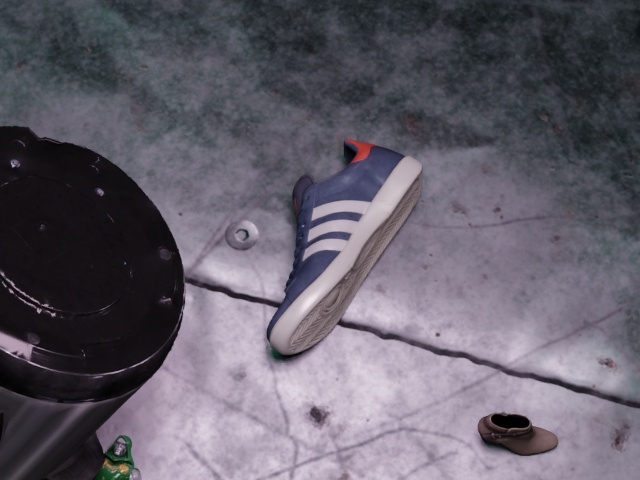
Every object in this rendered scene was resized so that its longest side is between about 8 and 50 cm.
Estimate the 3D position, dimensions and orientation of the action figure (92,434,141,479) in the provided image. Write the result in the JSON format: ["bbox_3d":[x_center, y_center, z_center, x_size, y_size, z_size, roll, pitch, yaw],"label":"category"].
[{"bbox_3d":[-0.287,0.356,1.653,0.137,0.063,0.232,14,62,5],"label":"action figure"}]

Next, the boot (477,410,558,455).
[{"bbox_3d":[0.266,0.254,1.726,0.118,0.087,0.042,2,65,-4],"label":"boot"}]

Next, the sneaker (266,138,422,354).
[{"bbox_3d":[0.000,0.000,1.806,0.148,0.131,0.350,29,61,16],"label":"sneaker"}]

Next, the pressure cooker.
[{"bbox_3d":[-0.402,0.117,1.567,0.375,0.420,0.370,8,53,-38],"label":"pressure cooker"}]
